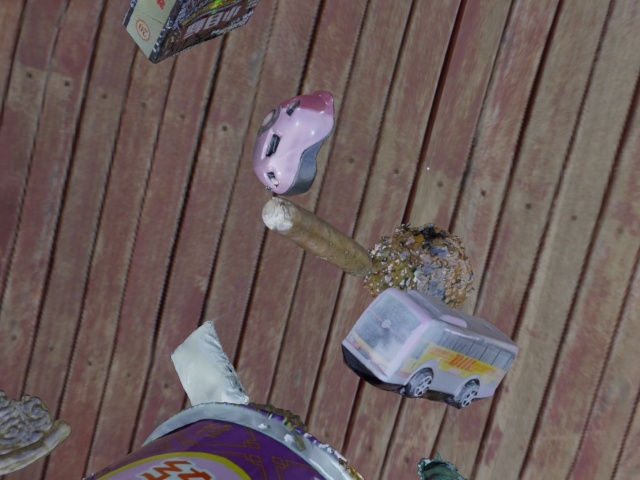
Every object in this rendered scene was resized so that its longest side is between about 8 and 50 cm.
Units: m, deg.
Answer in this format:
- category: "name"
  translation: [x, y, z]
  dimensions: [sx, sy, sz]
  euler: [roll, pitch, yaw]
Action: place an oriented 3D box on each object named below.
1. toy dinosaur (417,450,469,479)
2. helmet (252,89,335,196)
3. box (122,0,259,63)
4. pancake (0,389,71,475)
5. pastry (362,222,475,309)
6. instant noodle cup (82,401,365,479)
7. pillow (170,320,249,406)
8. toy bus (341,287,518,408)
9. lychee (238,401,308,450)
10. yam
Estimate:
- category: "toy dinosaur"
  translation: [0.251, 0.501, 1.562]
  dimensions: [0.120, 0.292, 0.079]
  euler: [42, 98, -10]
- category: "helmet"
  translation: [-0.076, -0.228, 1.840]
  dimensions: [0.154, 0.198, 0.254]
  euler: [4, 93, -24]
- category: "box"
  translation: [-0.139, -0.392, 1.103]
  dimensions: [0.084, 0.198, 0.310]
  euler: [51, 143, 3]
- category: "pancake"
  translation: [-0.374, 0.192, 0.914]
  dimensions: [0.190, 0.184, 0.020]
  euler: [8, 129, -2]
- category: "pastry"
  translation: [0.223, 0.077, 1.890]
  dimensions: [0.274, 0.193, 0.275]
  euler: [-4, 81, 25]
- category: "instant noodle cup"
  translation: [-0.122, 0.290, 0.485]
  dimensions: [0.339, 0.265, 0.340]
  euler: [3, 96, 38]
- category: "pillow"
  translation: [-0.233, 0.285, 1.665]
  dimensions: [0.128, 0.051, 0.229]
  euler: [-41, 55, 12]
- category: "toy bus"
  translation: [0.089, 0.084, 0.615]
  dimensions: [0.057, 0.172, 0.072]
  euler: [39, 100, 38]
- category: "lychee"
  translation: [-0.114, 0.369, 1.169]
  dimensions: [0.255, 0.274, 0.256]
  euler: [1, 118, 1]
- category: "yam"
  translation: [0.000, 0.000, 1.088]
  dimensions: [0.056, 0.241, 0.057]
  euler: [-12, 66, 27]
